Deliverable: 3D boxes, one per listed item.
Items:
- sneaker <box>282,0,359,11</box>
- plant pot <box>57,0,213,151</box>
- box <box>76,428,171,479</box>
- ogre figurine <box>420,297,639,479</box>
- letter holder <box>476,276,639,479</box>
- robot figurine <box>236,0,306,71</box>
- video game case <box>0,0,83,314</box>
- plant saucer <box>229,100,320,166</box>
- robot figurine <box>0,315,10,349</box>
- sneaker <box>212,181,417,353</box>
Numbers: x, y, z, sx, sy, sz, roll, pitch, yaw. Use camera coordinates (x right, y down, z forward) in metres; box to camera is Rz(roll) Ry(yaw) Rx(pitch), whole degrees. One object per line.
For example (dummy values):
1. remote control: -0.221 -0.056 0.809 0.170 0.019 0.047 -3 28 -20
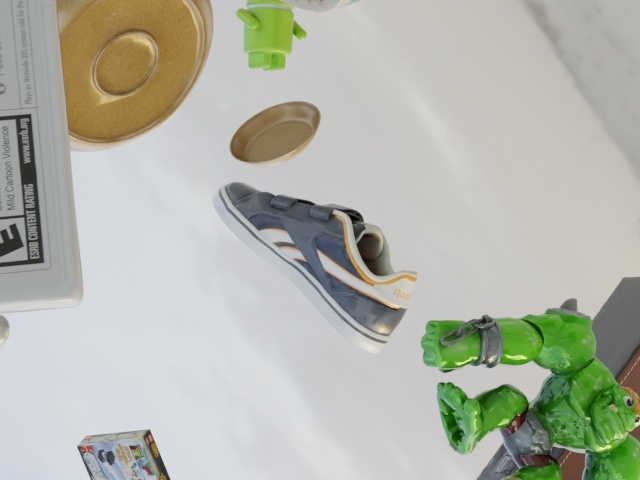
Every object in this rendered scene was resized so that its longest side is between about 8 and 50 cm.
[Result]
1. sneaker: -0.073 -0.302 1.434 0.302 0.108 0.121 35 -159 15
2. plant pot: -0.201 -0.184 1.554 0.032 0.236 0.236 44 -174 37
3. box: -0.218 0.288 1.805 0.027 0.094 0.137 -48 -56 -56
4. ogre figurine: 0.147 0.121 1.003 0.197 0.118 0.097 58 159 5
5. letter holder: 0.362 0.220 1.715 0.214 0.302 0.152 42 166 -12
6. robot figurine: -0.070 -0.286 2.068 0.101 0.067 0.115 6 -93 -40
7. video game case: -0.297 -0.111 0.864 0.036 0.300 0.329 127 137 -79
8. plant saucer: -0.036 -0.087 1.310 0.083 0.083 0.015 -111 -4 -55
9. robot figurine: -0.491 0.036 1.559 0.353 0.200 0.300 31 -173 -25
10. sneaker: 0.000 0.000 2.015 0.321 0.127 0.126 42 -164 25
